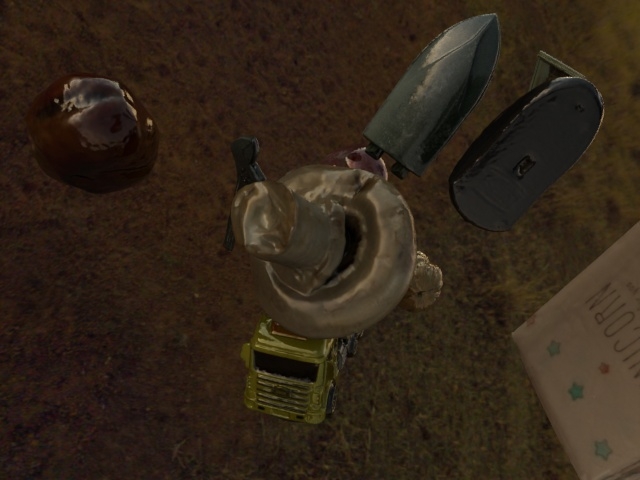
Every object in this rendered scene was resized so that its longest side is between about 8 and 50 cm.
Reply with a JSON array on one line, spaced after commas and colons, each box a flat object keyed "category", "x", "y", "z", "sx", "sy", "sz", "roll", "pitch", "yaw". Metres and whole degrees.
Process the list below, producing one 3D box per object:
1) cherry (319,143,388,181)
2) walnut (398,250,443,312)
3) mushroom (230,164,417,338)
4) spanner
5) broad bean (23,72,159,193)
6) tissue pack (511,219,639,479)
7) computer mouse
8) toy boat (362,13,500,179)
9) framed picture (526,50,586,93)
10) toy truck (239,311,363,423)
[{"category": "cherry", "x": 0.092, "y": -0.178, "z": 1.516, "sx": 0.285, "sy": 0.236, "sz": 0.213, "roll": -52, "pitch": 125, "yaw": -66}, {"category": "walnut", "x": 0.244, "y": 0.104, "z": 1.335, "sx": 0.155, "sy": 0.155, "sz": 0.184, "roll": 52, "pitch": 8, "yaw": -24}, {"category": "mushroom", "x": 0.000, "y": 0.000, "z": 0.764, "sx": 0.290, "sy": 0.292, "sz": 0.293, "roll": 39, "pitch": 45, "yaw": -68}, {"category": "spanner", "x": -0.165, "y": -0.079, "z": 1.004, "sx": 0.026, "sy": 0.325, "sz": 0.093, "roll": -31, "pitch": 69, "yaw": -37}, {"category": "broad bean", "x": -0.292, "y": -0.134, "z": 0.656, "sx": 0.156, "sy": 0.228, "sz": 0.122, "roll": -15, "pitch": 85, "yaw": -18}, {"category": "tissue pack", "x": 0.311, "y": 0.048, "z": 0.401, "sx": 0.071, "sy": 0.325, "sz": 0.170, "roll": 17, "pitch": 36, "yaw": -24}, {"category": "computer mouse", "x": 0.319, "y": -0.139, "z": 0.801, "sx": 0.137, "sy": 0.270, "sz": 0.086, "roll": 35, "pitch": 23, "yaw": -8}, {"category": "toy boat", "x": 0.210, "y": -0.263, "z": 0.906, "sx": 0.141, "sy": 0.320, "sz": 0.092, "roll": 38, "pitch": 21, "yaw": 2}, {"category": "framed picture", "x": 0.682, "y": -0.403, "z": 1.513, "sx": 0.217, "sy": 0.017, "sz": 0.274, "roll": -114, "pitch": -162, "yaw": -49}, {"category": "toy truck", "x": -0.015, "y": 0.174, "z": 1.048, "sx": 0.405, "sy": 0.180, "sz": 0.254, "roll": -55, "pitch": 148, "yaw": -63}]
